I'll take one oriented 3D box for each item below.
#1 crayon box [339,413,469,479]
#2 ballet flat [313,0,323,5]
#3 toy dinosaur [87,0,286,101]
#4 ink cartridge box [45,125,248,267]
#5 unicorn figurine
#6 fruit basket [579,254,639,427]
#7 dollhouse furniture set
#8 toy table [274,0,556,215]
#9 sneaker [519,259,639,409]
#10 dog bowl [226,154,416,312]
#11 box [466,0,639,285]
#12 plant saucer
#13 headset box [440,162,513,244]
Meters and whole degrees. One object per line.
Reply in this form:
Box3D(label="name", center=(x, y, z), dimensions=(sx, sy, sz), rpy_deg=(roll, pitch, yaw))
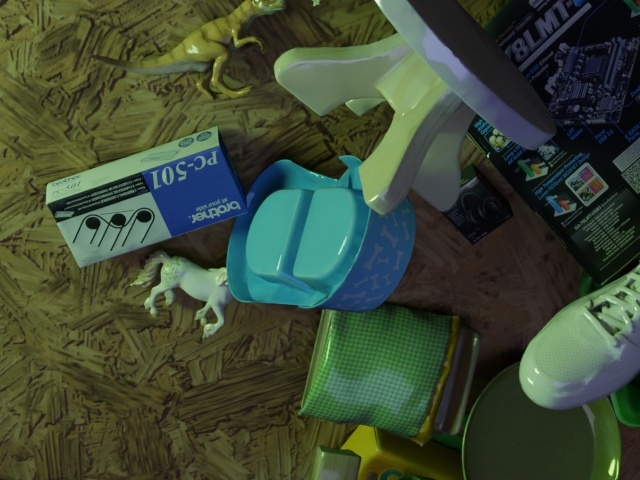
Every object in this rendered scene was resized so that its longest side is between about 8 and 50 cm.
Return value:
Box3D(label="crayon box", center=(0.093, 0.355, 2.006), dimensions=(0.203, 0.083, 0.323), rpy_deg=(25, 116, -21))
Box3D(label="ballet flat", center=(0.082, -0.302, 1.572), dimensions=(0.241, 0.091, 0.077), rpy_deg=(-13, 117, 13))
Box3D(label="toy dinosaur", center=(-0.128, -0.199, 1.642), dimensions=(0.211, 0.064, 0.112), rpy_deg=(-27, 104, 0))
Box3D(label="ink cartridge box", center=(-0.195, -0.048, 1.731), dimensions=(0.207, 0.046, 0.097), rpy_deg=(-18, 125, 5))
Box3D(label="unicorn figurine", center=(-0.134, 0.054, 1.796), dimensions=(0.161, 0.060, 0.111), rpy_deg=(15, 121, -16))
Box3D(label="fruit basket", center=(0.495, 0.102, 1.719), dimensions=(0.392, 0.392, 0.283), rpy_deg=(-19, 123, 6))
Box3D(label="dollhouse furniture set", center=(0.084, 0.229, 1.813), dimensions=(0.197, 0.151, 0.302), rpy_deg=(11, 94, -15))
Box3D(label="toy table", center=(0.093, -0.151, 1.545), dimensions=(0.161, 0.252, 0.274), rpy_deg=(-40, 110, 21))
Box3D(label="sneaker", center=(0.322, 0.043, 1.536), dimensions=(0.292, 0.108, 0.169), rpy_deg=(-31, 148, -19))
Box3D(label="dog bowl", center=(0.000, 0.000, 1.656), dimensions=(0.074, 0.297, 0.166), rpy_deg=(20, 81, -28))
Box3D(label="box", center=(0.310, -0.156, 1.615), dimensions=(0.295, 0.073, 0.293), rpy_deg=(-44, 80, 19))
Box3D(label="plant saucer", center=(0.272, 0.267, 1.928), dimensions=(0.241, 0.037, 0.241), rpy_deg=(2, 85, -27))
Box3D(label="headset box", center=(0.174, -0.045, 1.783), dimensions=(0.062, 0.032, 0.083), rpy_deg=(-36, 121, 17))
